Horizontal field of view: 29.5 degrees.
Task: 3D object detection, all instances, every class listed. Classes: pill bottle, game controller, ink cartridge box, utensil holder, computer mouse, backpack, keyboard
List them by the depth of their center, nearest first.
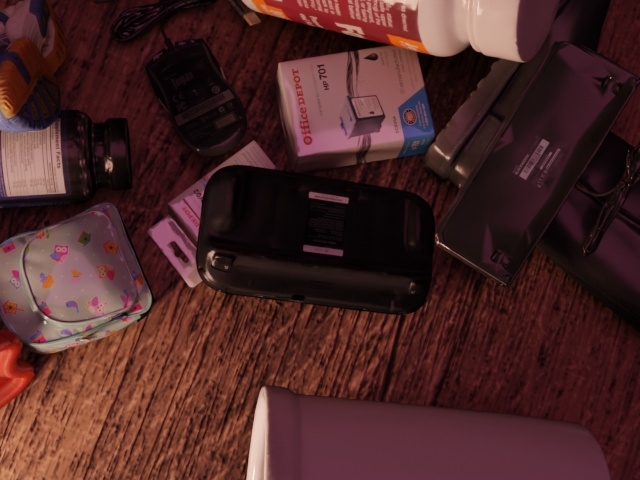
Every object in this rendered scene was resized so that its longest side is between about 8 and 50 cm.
[{"bbox_3d":[0.109,0.346,1.407,0.385,0.327,0.327,5,77,-5],"label":"utensil holder"},{"bbox_3d":[-0.319,0.053,1.527,0.188,0.144,0.166,-21,86,-7],"label":"backpack"},{"bbox_3d":[0.306,-0.081,1.546,0.201,0.033,0.317,33,94,13],"label":"keyboard"},{"bbox_3d":[0.101,-0.362,1.553,0.392,0.224,0.224,18,75,23],"label":"pill bottle"},{"bbox_3d":[-0.356,-0.105,1.567,0.219,0.123,0.123,-4,78,-7],"label":"pill bottle"},{"bbox_3d":[0.000,0.000,1.575,0.319,0.067,0.166,8,75,-18],"label":"game controller"},{"bbox_3d":[-0.128,-0.033,1.602,0.181,0.061,0.104,-38,84,-12],"label":"ink cartridge box"},{"bbox_3d":[0.044,-0.178,1.642,0.191,0.082,0.139,-10,78,-9],"label":"ink cartridge box"},{"bbox_3d":[-0.149,-0.236,1.651,0.184,0.060,0.262,-32,71,-7],"label":"computer mouse"}]

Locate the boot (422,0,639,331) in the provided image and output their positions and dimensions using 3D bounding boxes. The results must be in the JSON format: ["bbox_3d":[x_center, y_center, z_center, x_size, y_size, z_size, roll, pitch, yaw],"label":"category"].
[{"bbox_3d":[0.419,-0.109,1.620,0.445,0.146,0.367,37,89,9],"label":"boot"}]

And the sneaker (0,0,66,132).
[{"bbox_3d":[-0.404,-0.207,1.540,0.131,0.296,0.112,-16,120,5],"label":"sneaker"}]

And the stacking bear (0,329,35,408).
[{"bbox_3d":[-0.513,0.092,1.498,0.164,0.175,0.289,-39,74,-19],"label":"stacking bear"}]

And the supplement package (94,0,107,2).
[{"bbox_3d":[-0.246,-0.494,1.625,0.199,0.198,0.262,-15,79,-8],"label":"supplement package"}]
